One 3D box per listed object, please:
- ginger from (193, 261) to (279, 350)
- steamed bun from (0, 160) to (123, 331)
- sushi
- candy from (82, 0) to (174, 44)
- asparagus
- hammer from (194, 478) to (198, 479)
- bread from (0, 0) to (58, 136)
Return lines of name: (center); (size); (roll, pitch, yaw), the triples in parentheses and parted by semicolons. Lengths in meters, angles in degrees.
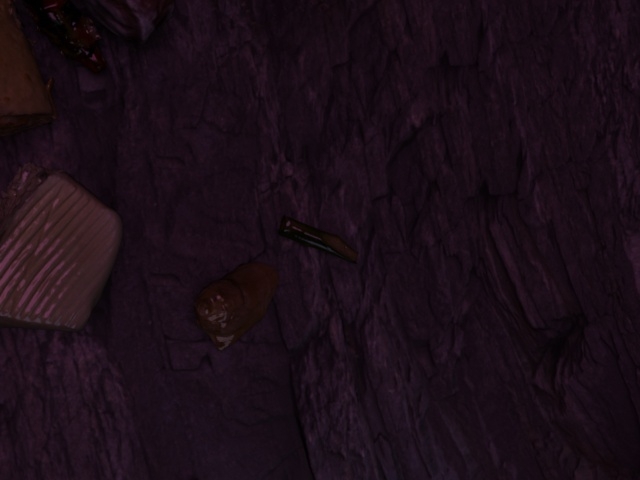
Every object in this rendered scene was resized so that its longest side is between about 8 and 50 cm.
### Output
ginger: (-0.164, 0.104, 1.663); (0.115, 0.123, 0.193); (40, 74, 14)
steamed bun: (-0.525, 0.011, 1.547); (0.273, 0.272, 0.290); (36, 80, -42)
sushi: (-0.491, -0.417, 1.632); (0.226, 0.097, 0.103); (53, 53, -27)
candy: (-0.392, -0.510, 1.599); (0.157, 0.214, 0.289); (-43, 96, -16)
asparagus: (0.000, 0.000, 1.735); (0.178, 0.041, 0.045); (22, 91, -10)
hammer: (-0.235, 0.524, 1.670); (0.035, 0.019, 0.110); (-23, 97, -12)
bread: (-0.636, -0.370, 1.546); (0.236, 0.165, 0.375); (-20, 88, -57)
